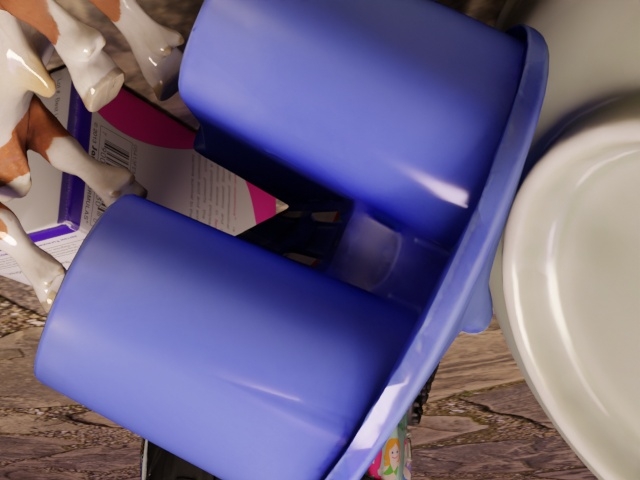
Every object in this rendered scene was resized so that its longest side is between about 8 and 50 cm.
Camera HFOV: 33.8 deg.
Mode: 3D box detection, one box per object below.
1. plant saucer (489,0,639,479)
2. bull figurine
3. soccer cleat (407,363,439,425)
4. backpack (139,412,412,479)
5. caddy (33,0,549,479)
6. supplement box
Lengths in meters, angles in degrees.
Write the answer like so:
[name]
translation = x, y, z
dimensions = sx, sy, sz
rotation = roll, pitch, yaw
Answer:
[plant saucer]
translation = 0.192, 0.029, 0.477
dimensions = 0.100, 0.401, 0.400
rotation = -25, 174, -31
[bull figurine]
translation = -0.172, -0.079, 0.521
dimensions = 0.188, 0.101, 0.310
rotation = 38, 149, 4
[soccer cleat]
translation = 0.057, 0.124, 1.150
dimensions = 0.116, 0.109, 0.318
rotation = 12, 164, 19
[backpack]
translation = -0.033, 0.122, 0.913
dimensions = 0.225, 0.254, 0.191
rotation = -11, 161, 24
[caddy]
translation = 0.000, 0.000, 0.518
dimensions = 0.179, 0.241, 0.341
rotation = 27, 178, -5
[supplement box]
translation = -0.134, -0.017, 0.739
dimensions = 0.113, 0.111, 0.220
rotation = -12, 155, 30
